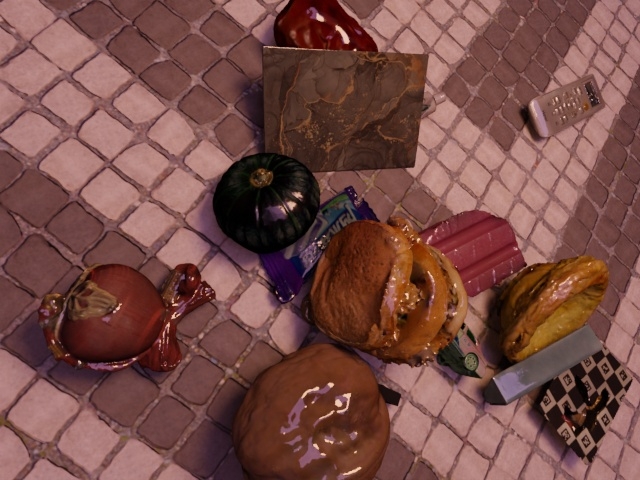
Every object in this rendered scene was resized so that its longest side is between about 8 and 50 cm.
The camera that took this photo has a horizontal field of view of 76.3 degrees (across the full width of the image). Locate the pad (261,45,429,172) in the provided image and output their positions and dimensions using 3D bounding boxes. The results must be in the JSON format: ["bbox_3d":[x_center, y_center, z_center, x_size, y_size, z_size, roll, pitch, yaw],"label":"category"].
[{"bbox_3d":[0.059,-0.268,0.860,0.368,0.007,0.247,-6,113,-21],"label":"pad"}]

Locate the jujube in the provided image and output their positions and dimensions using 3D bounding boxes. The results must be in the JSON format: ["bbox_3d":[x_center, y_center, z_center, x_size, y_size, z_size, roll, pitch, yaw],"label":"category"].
[{"bbox_3d":[0.015,-0.423,0.868,0.230,0.155,0.155,33,70,-15],"label":"jujube"}]

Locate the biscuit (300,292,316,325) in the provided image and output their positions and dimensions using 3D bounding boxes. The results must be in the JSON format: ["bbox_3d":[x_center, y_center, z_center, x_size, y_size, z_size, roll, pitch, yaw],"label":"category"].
[{"bbox_3d":[0.031,0.138,0.829,0.147,0.018,0.071,2,76,-18],"label":"biscuit"}]

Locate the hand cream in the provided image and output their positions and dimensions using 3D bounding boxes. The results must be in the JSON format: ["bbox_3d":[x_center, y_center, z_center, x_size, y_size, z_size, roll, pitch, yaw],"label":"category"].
[{"bbox_3d":[0.186,-0.296,0.957,0.257,0.050,0.084,-28,87,-15],"label":"hand cream"}]

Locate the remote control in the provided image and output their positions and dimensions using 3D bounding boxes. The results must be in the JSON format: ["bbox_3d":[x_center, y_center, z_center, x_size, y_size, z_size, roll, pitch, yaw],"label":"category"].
[{"bbox_3d":[0.689,-0.378,1.149,0.313,0.055,0.109,-26,95,-26],"label":"remote control"}]

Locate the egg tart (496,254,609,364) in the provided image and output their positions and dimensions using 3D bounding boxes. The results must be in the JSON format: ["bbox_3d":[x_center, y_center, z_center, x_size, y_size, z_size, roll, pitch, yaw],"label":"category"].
[{"bbox_3d":[0.491,0.141,0.897,0.294,0.294,0.123,-18,44,-21],"label":"egg tart"}]

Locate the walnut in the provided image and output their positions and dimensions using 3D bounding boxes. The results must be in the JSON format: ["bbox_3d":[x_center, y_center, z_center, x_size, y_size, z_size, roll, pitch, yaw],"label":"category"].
[{"bbox_3d":[-0.007,0.306,0.671,0.273,0.227,0.273,7,73,-22],"label":"walnut"}]

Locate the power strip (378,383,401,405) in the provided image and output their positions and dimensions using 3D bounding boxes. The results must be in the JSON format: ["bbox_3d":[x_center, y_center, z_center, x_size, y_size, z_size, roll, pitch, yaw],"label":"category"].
[{"bbox_3d":[0.107,0.297,0.813,0.111,0.038,0.029,28,70,-13],"label":"power strip"}]

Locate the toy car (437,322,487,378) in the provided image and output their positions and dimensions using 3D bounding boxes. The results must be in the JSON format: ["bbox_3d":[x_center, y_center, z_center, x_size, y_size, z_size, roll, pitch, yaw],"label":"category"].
[{"bbox_3d":[0.262,0.192,0.856,0.076,0.090,0.224,-41,97,-22],"label":"toy car"}]

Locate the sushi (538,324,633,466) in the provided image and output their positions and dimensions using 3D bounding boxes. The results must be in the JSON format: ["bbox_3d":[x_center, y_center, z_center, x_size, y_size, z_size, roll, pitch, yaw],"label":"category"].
[{"bbox_3d":[0.621,0.364,0.974,0.279,0.043,0.192,-42,91,-27],"label":"sushi"}]

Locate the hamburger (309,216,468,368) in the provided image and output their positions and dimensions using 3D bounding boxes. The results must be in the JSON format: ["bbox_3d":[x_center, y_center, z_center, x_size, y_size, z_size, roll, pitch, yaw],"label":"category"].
[{"bbox_3d":[0.113,0.101,0.720,0.211,0.245,0.260,16,37,-43],"label":"hamburger"}]

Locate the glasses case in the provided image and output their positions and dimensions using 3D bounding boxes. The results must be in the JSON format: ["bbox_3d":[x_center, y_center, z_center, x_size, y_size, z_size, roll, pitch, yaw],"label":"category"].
[{"bbox_3d":[0.487,0.283,0.891,0.266,0.105,0.056,-22,48,-13],"label":"glasses case"}]

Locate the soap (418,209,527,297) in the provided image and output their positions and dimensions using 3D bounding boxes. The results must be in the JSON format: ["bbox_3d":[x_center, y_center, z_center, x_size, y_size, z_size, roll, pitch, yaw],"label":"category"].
[{"bbox_3d":[0.292,0.038,0.890,0.289,0.112,0.182,-25,87,-22],"label":"soap"}]

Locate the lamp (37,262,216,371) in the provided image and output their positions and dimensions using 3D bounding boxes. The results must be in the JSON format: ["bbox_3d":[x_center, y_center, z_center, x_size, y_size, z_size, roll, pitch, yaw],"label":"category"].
[{"bbox_3d":[-0.313,0.107,0.660,0.223,0.151,0.215,43,68,-54],"label":"lamp"}]

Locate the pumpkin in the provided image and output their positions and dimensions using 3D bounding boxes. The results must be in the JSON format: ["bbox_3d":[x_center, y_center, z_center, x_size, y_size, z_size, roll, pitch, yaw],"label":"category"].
[{"bbox_3d":[-0.098,-0.075,0.743,0.202,0.140,0.201,-3,57,5],"label":"pumpkin"}]

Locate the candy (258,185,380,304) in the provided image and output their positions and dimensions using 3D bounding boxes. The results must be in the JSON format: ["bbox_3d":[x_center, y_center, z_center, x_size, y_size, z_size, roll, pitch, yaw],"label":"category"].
[{"bbox_3d":[0.000,0.000,0.823,0.275,0.070,0.145,-30,83,-18],"label":"candy"}]
